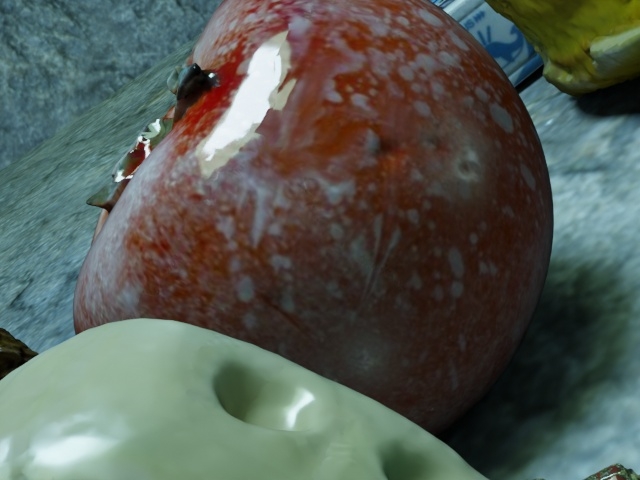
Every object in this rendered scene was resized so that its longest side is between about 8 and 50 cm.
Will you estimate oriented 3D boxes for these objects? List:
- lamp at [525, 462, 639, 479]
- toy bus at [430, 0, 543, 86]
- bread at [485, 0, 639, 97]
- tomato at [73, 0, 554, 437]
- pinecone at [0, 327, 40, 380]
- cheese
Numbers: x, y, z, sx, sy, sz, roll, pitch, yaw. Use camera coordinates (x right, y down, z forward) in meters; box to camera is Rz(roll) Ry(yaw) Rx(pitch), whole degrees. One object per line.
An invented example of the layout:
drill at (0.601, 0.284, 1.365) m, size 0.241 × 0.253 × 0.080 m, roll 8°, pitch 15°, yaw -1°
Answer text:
lamp at (0.089, 0.120, 0.563) m, size 0.083 × 0.031 × 0.063 m, roll -20°, pitch 20°, yaw 51°
toy bus at (0.062, -0.123, 1.168) m, size 0.297 × 0.106 × 0.131 m, roll -39°, pitch 19°, yaw -5°
bread at (0.251, -0.275, 0.963) m, size 0.398 × 0.215 × 0.398 m, roll -45°, pitch 12°, yaw 13°
tomato at (0.000, 0.000, 0.725) m, size 0.270 × 0.227 × 0.270 m, roll -56°, pitch 10°, yaw 16°
pinecone at (-0.294, 0.129, 1.035) m, size 0.208 × 0.208 × 0.208 m, roll -32°, pitch 17°, yaw 11°
cheese at (-0.041, 0.140, 0.472) m, size 0.235 × 0.218 × 0.117 m, roll 4°, pitch 26°, yaw 11°
